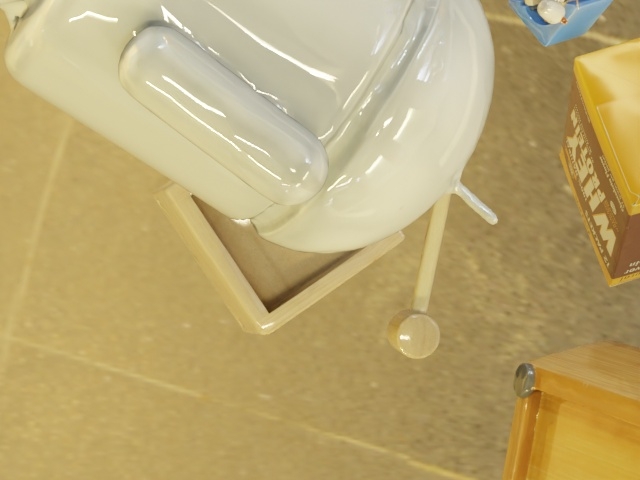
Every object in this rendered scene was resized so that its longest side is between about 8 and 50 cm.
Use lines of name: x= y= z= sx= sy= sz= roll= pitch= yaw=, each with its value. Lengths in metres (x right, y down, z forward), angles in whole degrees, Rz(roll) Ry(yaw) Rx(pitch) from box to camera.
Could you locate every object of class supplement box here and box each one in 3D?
supplement box: x=0.303 y=-0.077 z=1.471 sx=0.191 sy=0.194 sz=0.129 roll=-17 pitch=70 yaw=-2

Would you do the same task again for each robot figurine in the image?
robot figurine: x=-0.044 y=-0.124 z=1.097 sx=0.353 sy=0.300 sz=0.200 roll=32 pitch=120 yaw=-15

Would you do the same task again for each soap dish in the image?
soap dish: x=0.209 y=0.190 z=1.177 sx=0.291 sy=0.118 sz=0.229 roll=-166 pitch=86 yaw=-70

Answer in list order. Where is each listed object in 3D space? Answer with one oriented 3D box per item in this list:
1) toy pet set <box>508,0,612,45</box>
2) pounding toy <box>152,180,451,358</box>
toy pet set: x=0.132 y=-0.160 z=1.253 sx=0.122 sy=0.114 sz=0.065 roll=12 pitch=114 yaw=46
pounding toy: x=0.011 y=0.000 z=1.369 sx=0.181 sy=0.094 sz=0.206 roll=-35 pitch=96 yaw=-11
